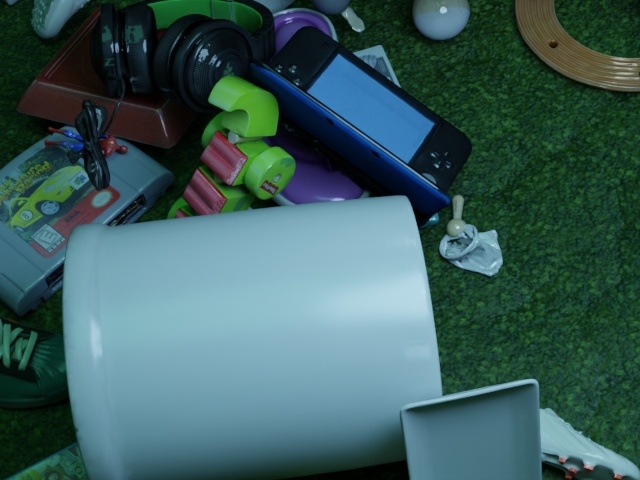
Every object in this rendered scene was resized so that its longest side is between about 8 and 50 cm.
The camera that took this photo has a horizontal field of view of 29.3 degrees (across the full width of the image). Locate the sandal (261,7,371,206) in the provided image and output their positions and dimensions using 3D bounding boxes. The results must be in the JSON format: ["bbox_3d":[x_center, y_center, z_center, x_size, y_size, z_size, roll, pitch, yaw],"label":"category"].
[{"bbox_3d":[-0.032,-0.198,1.708,0.169,0.102,0.416,-12,49,-1],"label":"sandal"}]

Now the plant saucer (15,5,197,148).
[{"bbox_3d":[-0.284,-0.259,1.818,0.258,0.048,0.259,15,48,15],"label":"plant saucer"}]

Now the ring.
[{"bbox_3d":[0.460,-0.346,1.833,0.336,0.032,0.337,-3,55,4],"label":"ring"}]

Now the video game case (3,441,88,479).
[{"bbox_3d":[-0.303,0.332,1.470,0.119,0.015,0.166,-27,57,-12],"label":"video game case"}]

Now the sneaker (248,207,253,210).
[{"bbox_3d":[-0.089,-0.006,1.647,0.053,0.061,0.152,-28,56,-10],"label":"sneaker"}]

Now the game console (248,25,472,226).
[{"bbox_3d":[0.063,-0.168,1.551,0.293,0.173,0.250,36,53,-1],"label":"game console"}]

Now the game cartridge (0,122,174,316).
[{"bbox_3d":[-0.375,-0.045,1.714,0.196,0.060,0.294,32,65,29],"label":"game cartridge"}]

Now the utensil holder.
[{"bbox_3d":[-0.072,0.117,1.404,0.385,0.328,0.328,-8,55,0],"label":"utensil holder"}]

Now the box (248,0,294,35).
[{"bbox_3d":[-0.112,-0.416,1.910,0.130,0.091,0.170,36,66,26],"label":"box"}]

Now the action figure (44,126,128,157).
[{"bbox_3d":[-0.328,-0.136,1.722,0.115,0.030,0.038,8,62,7],"label":"action figure"}]

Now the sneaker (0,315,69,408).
[{"bbox_3d":[-0.445,0.134,1.556,0.302,0.121,0.108,7,57,11],"label":"sneaker"}]

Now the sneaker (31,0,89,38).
[{"bbox_3d":[-0.382,-0.418,1.948,0.090,0.095,0.235,7,72,49],"label":"sneaker"}]

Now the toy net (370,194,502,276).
[{"bbox_3d":[0.149,-0.033,1.646,0.122,0.045,0.232,-33,59,-16],"label":"toy net"}]

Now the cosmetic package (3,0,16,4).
[{"bbox_3d":[-0.517,-0.515,1.968,0.151,0.184,0.151,37,68,27],"label":"cosmetic package"}]

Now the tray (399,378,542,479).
[{"bbox_3d":[0.166,0.245,1.326,0.145,0.270,0.030,-12,41,-2],"label":"tray"}]

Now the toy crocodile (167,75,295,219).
[{"bbox_3d":[-0.130,-0.053,1.543,0.115,0.340,0.105,42,36,25],"label":"toy crocodile"}]

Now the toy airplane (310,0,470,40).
[{"bbox_3d":[0.162,-0.419,1.756,0.384,0.272,0.386,-26,22,-37],"label":"toy airplane"}]

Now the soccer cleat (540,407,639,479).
[{"bbox_3d":[0.283,0.237,1.437,0.196,0.068,0.076,14,56,19],"label":"soccer cleat"}]

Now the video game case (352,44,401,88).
[{"bbox_3d":[0.037,-0.193,1.783,0.173,0.022,0.190,-17,56,-4],"label":"video game case"}]

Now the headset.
[{"bbox_3d":[-0.215,-0.227,1.686,0.243,0.185,0.394,12,33,21],"label":"headset"}]
